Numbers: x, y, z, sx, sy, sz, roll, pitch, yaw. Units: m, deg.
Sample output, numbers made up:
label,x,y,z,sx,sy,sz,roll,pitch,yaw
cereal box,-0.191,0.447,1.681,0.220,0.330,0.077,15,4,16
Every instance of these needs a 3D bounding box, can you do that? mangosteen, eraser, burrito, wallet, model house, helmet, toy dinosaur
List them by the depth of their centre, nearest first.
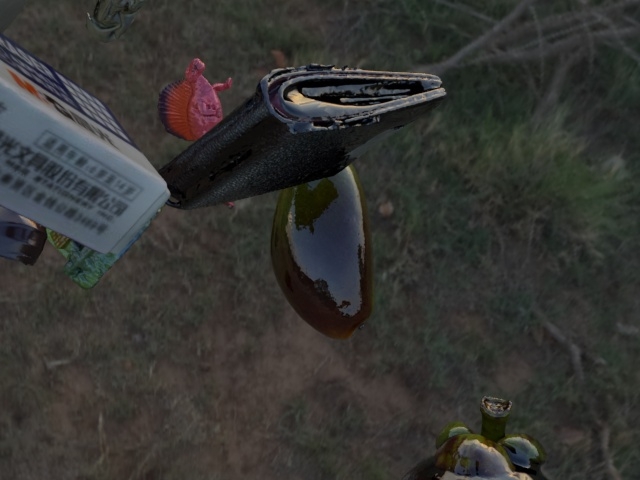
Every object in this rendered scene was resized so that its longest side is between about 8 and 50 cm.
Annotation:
label,x,y,z,sx,sy,sz,roll,pitch,yaw
eraser,-0.233,-0.092,0.694,0.081,0.279,0.124,-46,56,6
burrito,-0.185,-0.226,0.933,0.045,0.185,0.041,-34,95,-21
wallet,-0.018,-0.105,1.061,0.262,0.221,0.071,-13,75,-43
helmet,-0.443,-0.020,1.441,0.070,0.098,0.123,-52,52,10
mangosteen,0.249,0.434,1.534,0.297,0.297,0.313,22,42,4
model house,-0.392,-0.064,1.669,0.211,0.194,0.170,44,15,-8
toy dinosaur,-0.230,-0.191,1.793,0.138,0.286,0.070,7,29,14

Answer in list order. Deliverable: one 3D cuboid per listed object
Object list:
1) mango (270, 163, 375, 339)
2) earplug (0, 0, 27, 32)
label,x,y,z,sx,sy,sz,roll,pitch,yaw
mango,0.000,0.000,1.289,0.133,0.111,0.268,-7,94,14
earplug,-0.419,-0.291,0.914,0.312,0.313,0.394,15,27,-1
